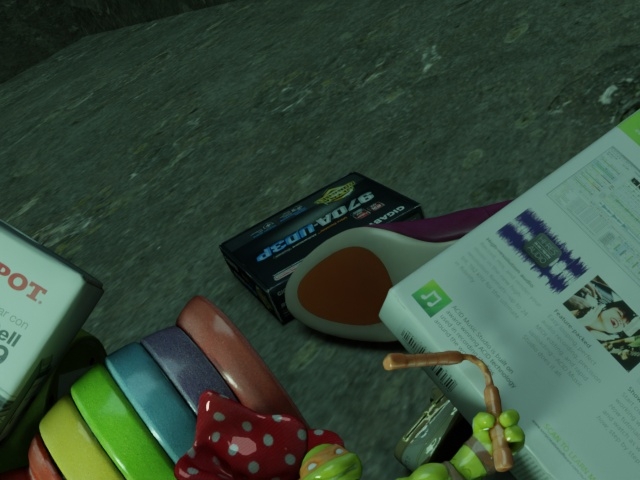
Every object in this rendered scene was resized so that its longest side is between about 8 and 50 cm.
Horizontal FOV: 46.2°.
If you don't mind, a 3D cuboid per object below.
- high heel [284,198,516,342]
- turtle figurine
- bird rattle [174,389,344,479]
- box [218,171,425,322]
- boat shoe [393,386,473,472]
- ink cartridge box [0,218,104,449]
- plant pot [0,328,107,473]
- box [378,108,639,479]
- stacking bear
[{"bbox_3d":[0.151,0.027,0.799,0.377,0.127,0.181,-11,-2,30],"label":"high heel"},{"bbox_3d":[0.039,0.205,0.436,0.270,0.087,0.217,-29,67,-22],"label":"turtle figurine"},{"bbox_3d":[-0.053,0.240,0.506,0.207,0.143,0.253,34,57,23],"label":"bird rattle"},{"bbox_3d":[0.000,0.000,0.957,0.220,0.051,0.175,-29,29,-14],"label":"box"},{"bbox_3d":[0.112,0.141,0.634,0.045,0.050,0.135,16,46,42],"label":"boat shoe"},{"bbox_3d":[-0.351,0.101,0.618,0.289,0.211,0.121,-59,3,-11],"label":"ink cartridge box"},{"bbox_3d":[-0.385,0.151,0.784,0.294,0.274,0.274,5,34,10],"label":"plant pot"},{"bbox_3d":[0.239,0.047,0.566,0.322,0.058,0.232,-33,71,-19],"label":"box"},{"bbox_3d":[-0.175,0.193,0.644,0.289,0.164,0.175,-37,31,-17],"label":"stacking bear"}]
